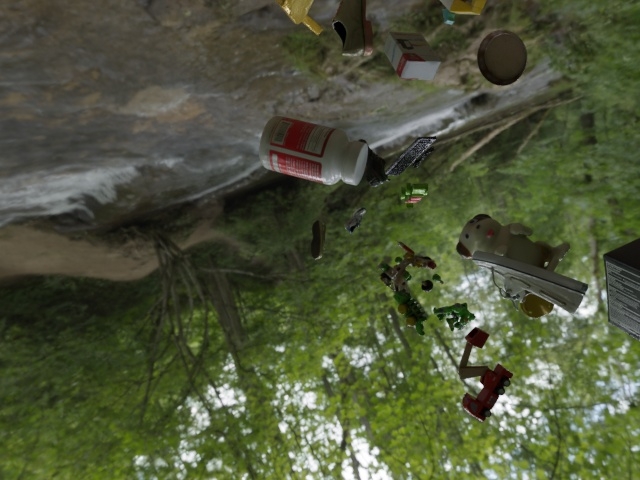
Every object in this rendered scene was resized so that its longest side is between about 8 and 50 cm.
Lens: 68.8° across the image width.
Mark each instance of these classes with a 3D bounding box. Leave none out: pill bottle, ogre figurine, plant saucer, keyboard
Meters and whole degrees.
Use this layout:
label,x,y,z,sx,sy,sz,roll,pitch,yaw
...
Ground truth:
label,x,y,z,sx,sy,sz,roll,pitch,yaw
pill bottle,-0.024,-0.359,1.915,0.408,0.229,0.229,17,-161,15
ogre figurine,0.584,0.322,2.014,0.118,0.197,0.097,-33,-161,33
plant saucer,0.568,-0.568,1.452,0.029,0.168,0.168,-33,-170,-30
keyboard,0.470,-0.418,2.336,0.202,0.033,0.317,-12,161,-32

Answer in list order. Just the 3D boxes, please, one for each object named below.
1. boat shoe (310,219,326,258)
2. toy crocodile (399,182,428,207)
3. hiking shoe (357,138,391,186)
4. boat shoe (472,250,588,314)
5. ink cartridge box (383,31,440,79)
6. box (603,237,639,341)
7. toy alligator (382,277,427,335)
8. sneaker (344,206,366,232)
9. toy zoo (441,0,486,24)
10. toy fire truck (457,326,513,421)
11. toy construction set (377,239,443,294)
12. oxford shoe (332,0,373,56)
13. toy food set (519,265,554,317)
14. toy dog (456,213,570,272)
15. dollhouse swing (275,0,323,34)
label,x,y,z,sx,sy,sz,roll,pitch,yaw
boat shoe,-0.001,0.000,1.650,0.048,0.153,0.056,24,138,-33
toy crocodile,0.499,-0.247,2.508,0.115,0.105,0.340,1,176,-2
hiking shoe,0.235,-0.355,2.116,0.114,0.226,0.086,-21,178,-37
boat shoe,0.648,0.150,1.516,0.367,0.156,0.136,22,-175,38
ink cartridge box,0.303,-0.621,1.567,0.128,0.175,0.072,-6,144,-18
box,1.106,0.185,1.503,0.183,0.294,0.296,-24,-155,-7
toy alligator,0.241,0.171,1.283,0.056,0.189,0.051,-14,156,-51
sneaker,0.165,-0.088,2.090,0.052,0.058,0.135,14,123,-39
toy zoo,0.369,-0.676,1.127,0.030,0.293,0.192,2,-144,-20
toy fire truck,0.382,0.321,1.126,0.192,0.135,0.047,-59,179,3
toy construction set,0.396,0.113,2.265,0.257,0.237,0.308,-39,-147,25
oxford shoe,0.117,-0.972,1.978,0.147,0.396,0.140,-11,171,-8
toy food set,0.901,0.210,1.923,0.128,0.217,0.071,16,-161,17
toy dog,0.835,0.036,2.122,0.284,0.408,0.395,-58,173,1
dollhouse swing,-0.089,-0.846,1.397,0.305,0.347,0.315,-19,151,-52
